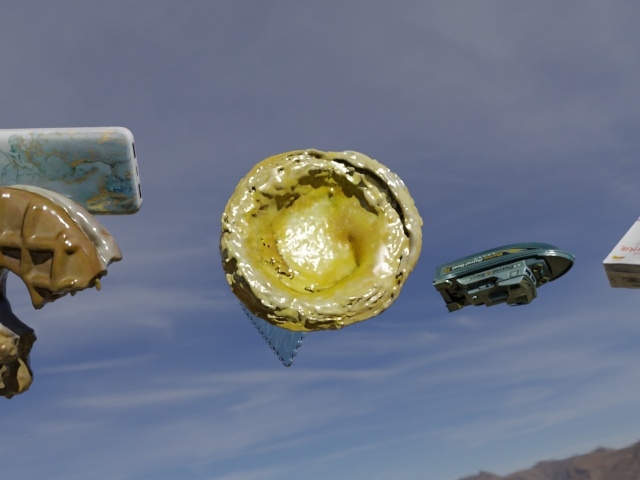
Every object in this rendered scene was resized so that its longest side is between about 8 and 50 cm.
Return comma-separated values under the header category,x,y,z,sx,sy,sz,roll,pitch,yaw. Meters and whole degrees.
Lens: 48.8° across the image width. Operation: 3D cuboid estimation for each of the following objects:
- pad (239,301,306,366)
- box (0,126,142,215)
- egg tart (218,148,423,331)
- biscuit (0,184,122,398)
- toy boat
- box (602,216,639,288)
category,x,y,z,sx,sy,sz,roll,pitch,yaw
pad,-0.064,0.078,1.423,0.012,0.269,0.270,17,-77,-34
box,-0.430,-0.108,1.122,0.285,0.142,0.044,0,21,5
egg tart,0.000,0.000,0.984,0.288,0.288,0.118,-9,-20,-5
biscuit,-0.493,0.065,1.089,0.366,0.268,0.115,-46,-5,18
toy boat,0.391,0.077,1.498,0.296,0.122,0.114,-17,-48,25
box,0.361,0.007,0.773,0.117,0.036,0.050,-40,23,-32
